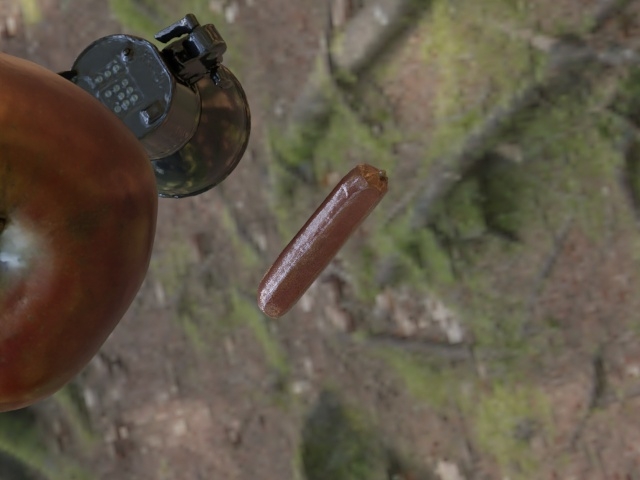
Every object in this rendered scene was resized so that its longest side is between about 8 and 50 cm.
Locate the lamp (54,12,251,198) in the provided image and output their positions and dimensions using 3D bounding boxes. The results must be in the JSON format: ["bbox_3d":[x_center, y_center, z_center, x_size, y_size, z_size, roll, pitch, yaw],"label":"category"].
[{"bbox_3d":[-0.151,-0.127,1.533,0.147,0.172,0.227,60,-175,10],"label":"lamp"}]

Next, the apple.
[{"bbox_3d":[-0.216,-0.009,1.032,0.230,0.230,0.230,25,120,54],"label":"apple"}]

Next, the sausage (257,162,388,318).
[{"bbox_3d":[0.000,0.000,1.206,0.147,0.035,0.030,-53,22,28],"label":"sausage"}]
